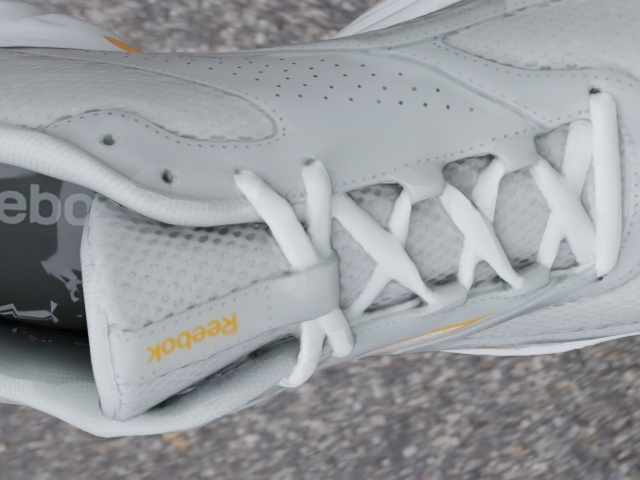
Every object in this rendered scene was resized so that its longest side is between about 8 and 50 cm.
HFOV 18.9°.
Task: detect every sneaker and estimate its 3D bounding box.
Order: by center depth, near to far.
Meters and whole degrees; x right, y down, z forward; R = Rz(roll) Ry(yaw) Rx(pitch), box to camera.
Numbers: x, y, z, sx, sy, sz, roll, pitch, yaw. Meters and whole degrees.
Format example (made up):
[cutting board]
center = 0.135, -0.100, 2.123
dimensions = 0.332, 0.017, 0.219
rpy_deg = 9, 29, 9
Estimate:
[sneaker]
center = 0.000, 0.000, 0.399
dimensions = 0.262, 0.121, 0.099
rpy_deg = -5, 111, 4
